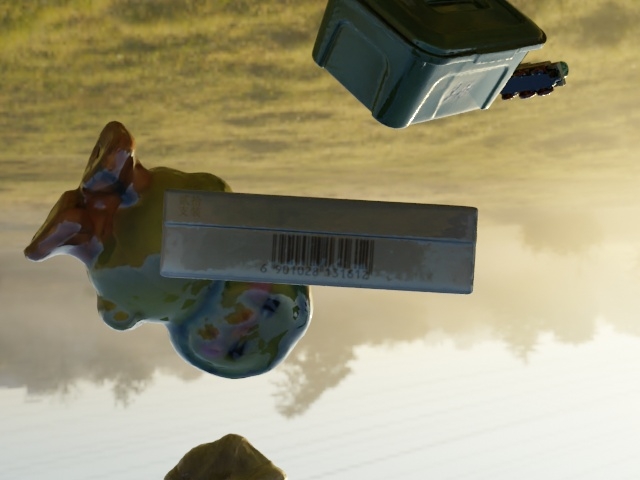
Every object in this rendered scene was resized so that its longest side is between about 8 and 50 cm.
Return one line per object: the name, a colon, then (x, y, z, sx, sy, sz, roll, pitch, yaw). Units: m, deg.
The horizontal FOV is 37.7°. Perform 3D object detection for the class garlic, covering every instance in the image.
garlic: (-0.148, 0.401, 1.414, 0.219, 0.218, 0.212, -3, 170, 3)

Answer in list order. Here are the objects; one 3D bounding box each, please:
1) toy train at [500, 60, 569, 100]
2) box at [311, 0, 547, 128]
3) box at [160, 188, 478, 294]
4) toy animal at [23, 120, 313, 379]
toy train: (0.371, -0.284, 1.641, 0.138, 0.050, 0.087, -1, -153, 48)
box: (0.157, -0.312, 1.468, 0.329, 0.252, 0.177, -16, 146, -44)
box: (0.000, 0.000, 0.650, 0.201, 0.058, 0.141, 3, -179, 2)
toy animal: (-0.161, 0.024, 1.116, 0.338, 0.216, 0.191, 36, -174, -21)
